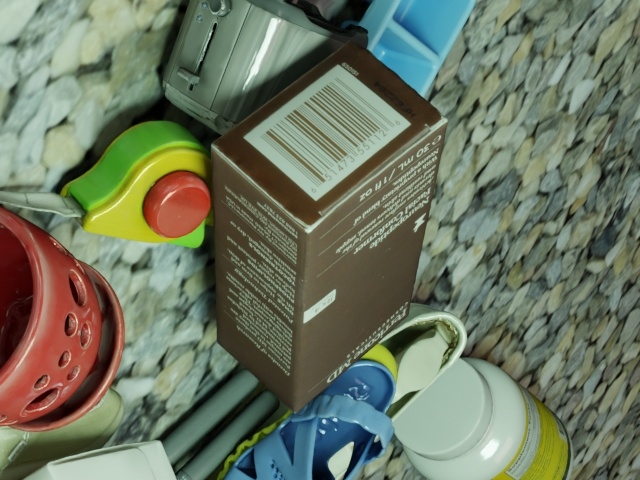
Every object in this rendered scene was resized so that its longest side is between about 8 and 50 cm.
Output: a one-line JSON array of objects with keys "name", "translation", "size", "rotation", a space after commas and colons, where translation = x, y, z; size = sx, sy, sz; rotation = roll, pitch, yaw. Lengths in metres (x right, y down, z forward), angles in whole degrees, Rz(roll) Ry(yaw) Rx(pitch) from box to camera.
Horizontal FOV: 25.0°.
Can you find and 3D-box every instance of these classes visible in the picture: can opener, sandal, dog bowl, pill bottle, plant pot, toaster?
[{"name": "can opener", "translation": [-0.168, 0.263, 1.696], "size": [0.280, 0.074, 0.093], "rotation": [-43, 176, -19]}, {"name": "sandal", "translation": [-0.019, 0.259, 1.636], "size": [0.126, 0.138, 0.317], "rotation": [30, 99, -18]}, {"name": "dog bowl", "translation": [0.081, -0.234, 1.617], "size": [0.166, 0.074, 0.297], "rotation": [26, 93, -55]}, {"name": "pill bottle", "translation": [0.228, 0.279, 2.077], "size": [0.188, 0.188, 0.334], "rotation": [-57, 144, -4]}, {"name": "plant pot", "translation": [-0.286, 0.077, 1.303], "size": [0.191, 0.191, 0.174], "rotation": [-58, 154, -2]}, {"name": "toaster", "translation": [-0.054, -0.176, 1.451], "size": [0.227, 0.129, 0.146], "rotation": [8, 112, -57]}]

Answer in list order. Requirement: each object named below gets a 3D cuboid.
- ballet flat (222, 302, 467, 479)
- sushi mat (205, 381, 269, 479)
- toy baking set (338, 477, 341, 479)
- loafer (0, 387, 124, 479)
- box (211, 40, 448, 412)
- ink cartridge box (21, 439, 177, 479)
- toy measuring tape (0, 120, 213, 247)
[{"name": "ballet flat", "translation": [0.036, 0.207, 1.785], "size": [0.400, 0.139, 0.139], "rotation": [-40, 141, -28]}, {"name": "sushi mat", "translation": [-0.066, 0.225, 1.820], "size": [0.316, 0.019, 0.151], "rotation": [-54, 146, -6]}, {"name": "toy baking set", "translation": [-0.025, 0.376, 1.821], "size": [0.196, 0.030, 0.256], "rotation": [9, 79, -30]}, {"name": "loafer", "translation": [-0.306, 0.184, 1.422], "size": [0.268, 0.102, 0.092], "rotation": [-24, 116, -44]}, {"name": "box", "translation": [0.000, 0.000, 1.476], "size": [0.191, 0.143, 0.381], "rotation": [-39, 159, -23]}, {"name": "ink cartridge box", "translation": [-0.254, 0.327, 1.426], "size": [0.232, 0.171, 0.168], "rotation": [-34, 164, 28]}, {"name": "toy measuring tape", "translation": [-0.202, -0.068, 1.368], "size": [0.330, 0.121, 0.121], "rotation": [12, 106, -44]}]
